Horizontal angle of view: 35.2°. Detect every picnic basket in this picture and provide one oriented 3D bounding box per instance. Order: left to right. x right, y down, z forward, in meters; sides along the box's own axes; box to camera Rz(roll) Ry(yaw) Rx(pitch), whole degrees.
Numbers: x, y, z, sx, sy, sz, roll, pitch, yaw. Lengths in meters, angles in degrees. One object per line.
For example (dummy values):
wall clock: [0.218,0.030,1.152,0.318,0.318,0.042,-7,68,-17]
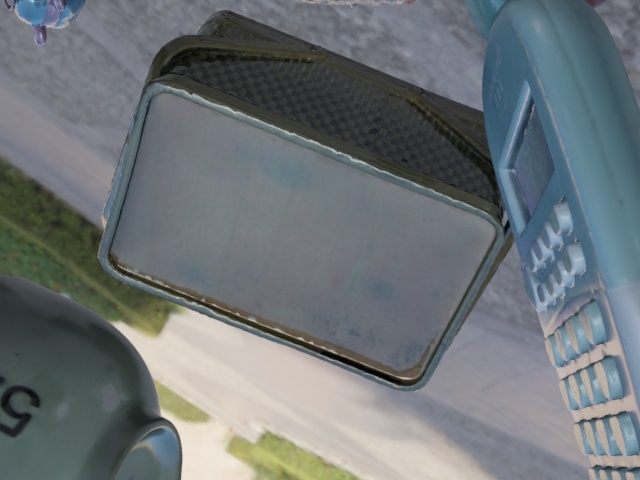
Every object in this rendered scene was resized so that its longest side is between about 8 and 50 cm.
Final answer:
picnic basket: [-0.004,-0.030,0.696,0.266,0.165,0.139,21,-148,0]

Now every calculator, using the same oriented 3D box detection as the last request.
calculator: [0.116,-0.005,0.451,0.184,0.042,0.295,66,-170,-77]

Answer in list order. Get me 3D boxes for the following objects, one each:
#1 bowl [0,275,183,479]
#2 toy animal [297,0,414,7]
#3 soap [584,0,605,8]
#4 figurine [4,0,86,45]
bowl: [-0.244,0.220,0.901,0.185,0.354,0.354,12,162,16]
toy animal: [-0.014,-0.432,1.328,0.358,0.226,0.188,46,173,-4]
soap: [0.336,-0.486,1.585,0.220,0.325,0.127,1,-179,9]
figurine: [-0.376,-0.403,1.315,0.205,0.103,0.260,-33,78,45]
